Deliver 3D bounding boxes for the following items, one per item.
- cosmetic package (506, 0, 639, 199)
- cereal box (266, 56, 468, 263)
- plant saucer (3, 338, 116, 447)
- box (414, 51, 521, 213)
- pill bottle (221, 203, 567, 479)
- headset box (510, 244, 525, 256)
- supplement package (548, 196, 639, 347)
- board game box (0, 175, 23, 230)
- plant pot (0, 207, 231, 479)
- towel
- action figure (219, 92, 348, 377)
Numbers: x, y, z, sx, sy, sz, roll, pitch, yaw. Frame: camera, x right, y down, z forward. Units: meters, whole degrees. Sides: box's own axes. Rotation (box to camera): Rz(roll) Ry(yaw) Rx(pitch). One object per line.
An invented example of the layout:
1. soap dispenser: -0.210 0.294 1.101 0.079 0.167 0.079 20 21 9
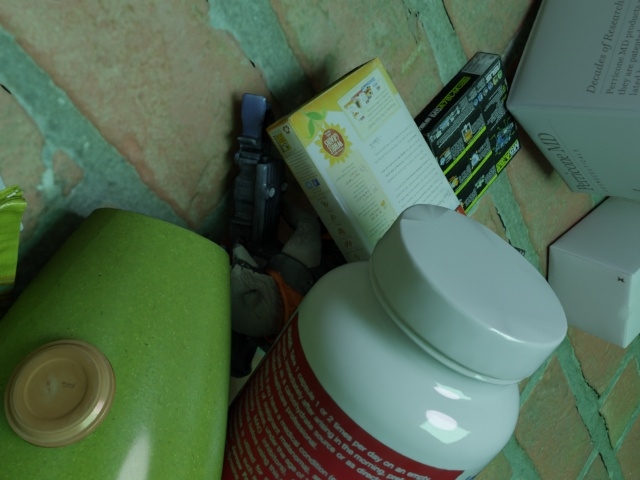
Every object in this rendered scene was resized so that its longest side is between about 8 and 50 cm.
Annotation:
1. cosmetic package: 0.564 -0.257 1.174 0.329 0.394 0.327 32 74 -48
2. cereal box: 0.064 -0.065 0.870 0.173 0.047 0.240 -41 106 -39
3. plant saucer: -0.196 0.113 0.579 0.083 0.083 0.013 -48 159 -20
4. box: 0.221 -0.151 1.153 0.190 0.045 0.184 -48 138 -22
5. pill bottle: 0.042 0.171 0.754 0.229 0.229 0.407 -2 135 -46
6. headset box: 0.299 0.019 1.295 0.083 0.062 0.032 11 99 -49
7. supplement package: 0.607 0.043 1.544 0.293 0.175 0.177 -32 129 -34
8. board game box: -0.391 -0.044 0.515 0.303 0.098 0.224 -32 129 -32
9. plant pot: -0.192 0.130 0.706 0.275 0.275 0.293 34 68 -48
10. towel: -0.282 0.035 0.602 0.102 0.021 0.237 -35 174 -32
11. action figure: 0.000 0.000 0.894 0.330 0.179 0.341 -28 127 -47
